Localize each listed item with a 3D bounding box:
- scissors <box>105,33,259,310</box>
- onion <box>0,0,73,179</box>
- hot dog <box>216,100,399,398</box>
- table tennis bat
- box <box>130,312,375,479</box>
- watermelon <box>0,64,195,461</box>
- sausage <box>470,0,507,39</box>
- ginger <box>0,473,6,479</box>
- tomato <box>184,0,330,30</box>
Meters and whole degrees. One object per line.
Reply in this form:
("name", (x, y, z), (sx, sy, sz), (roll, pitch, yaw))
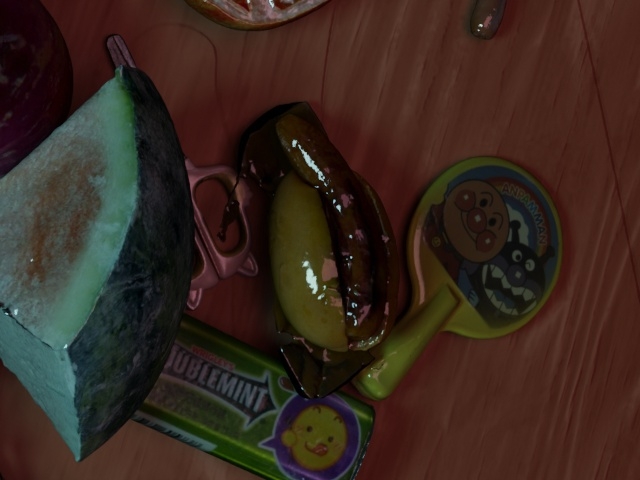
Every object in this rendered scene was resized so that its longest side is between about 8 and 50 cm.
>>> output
("scissors", (-0.170, -0.082, 1.451), (0.160, 0.024, 0.317), (-28, 103, -21))
("onion", (-0.361, -0.169, 1.250), (0.256, 0.230, 0.272), (11, 80, -26))
("hot dog", (0.005, 0.000, 1.442), (0.194, 0.107, 0.326), (-25, 94, -39))
("table tennis bat", (0.166, 0.053, 1.600), (0.368, 0.054, 0.224), (-45, 108, -21))
("box", (-0.109, 0.175, 1.450), (0.345, 0.097, 0.134), (29, 77, -23))
("watermelon", (-0.259, 0.014, 1.267), (0.258, 0.228, 0.387), (4, 76, 13))
("sausage", (0.217, -0.337, 1.613), (0.047, 0.040, 0.177), (13, 87, -19))
("ginger", (-0.373, 0.206, 1.321), (0.133, 0.107, 0.309), (-6, 91, -12))
("tomato", (-0.076, -0.348, 1.447), (0.237, 0.095, 0.236), (-1, 92, -21))
